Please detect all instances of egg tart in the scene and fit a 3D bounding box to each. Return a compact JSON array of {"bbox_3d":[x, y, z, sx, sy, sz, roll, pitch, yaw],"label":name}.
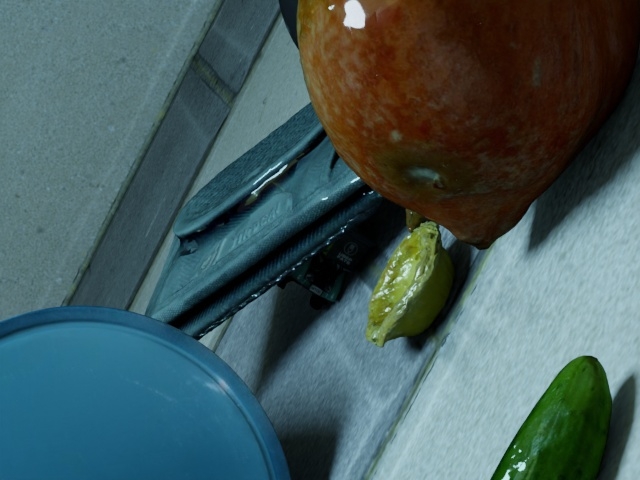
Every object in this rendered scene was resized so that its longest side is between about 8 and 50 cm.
[{"bbox_3d":[0.071,0.037,1.285,0.105,0.039,0.105,-57,16,26],"label":"egg tart"}]

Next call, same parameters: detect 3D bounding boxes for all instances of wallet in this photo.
[{"bbox_3d":[-0.042,-0.043,1.566,0.342,0.075,0.237,-37,22,36],"label":"wallet"}]

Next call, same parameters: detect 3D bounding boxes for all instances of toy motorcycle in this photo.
[{"bbox_3d":[0.000,0.000,1.582,0.100,0.058,0.173,-53,17,12],"label":"toy motorcycle"}]

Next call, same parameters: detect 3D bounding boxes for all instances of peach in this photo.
[{"bbox_3d":[0.094,-0.119,1.122,0.232,0.232,0.257,-170,68,-76],"label":"peach"}]

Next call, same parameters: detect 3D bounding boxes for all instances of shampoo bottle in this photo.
[{"bbox_3d":[-0.227,0.236,1.410,0.331,0.331,0.342,-68,14,-16],"label":"shampoo bottle"}]

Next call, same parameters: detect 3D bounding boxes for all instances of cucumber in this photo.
[{"bbox_3d":[0.097,0.176,0.915,0.250,0.056,0.056,-63,14,-3],"label":"cucumber"}]

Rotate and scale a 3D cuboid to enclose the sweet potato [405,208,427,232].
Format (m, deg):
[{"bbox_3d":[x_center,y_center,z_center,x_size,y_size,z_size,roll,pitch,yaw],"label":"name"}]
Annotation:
[{"bbox_3d":[0.090,-0.049,1.386,0.034,0.034,0.095,-133,60,-75],"label":"sweet potato"}]

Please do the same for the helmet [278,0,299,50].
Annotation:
[{"bbox_3d":[0.052,-0.226,1.353,0.230,0.160,0.279,-50,-26,0],"label":"helmet"}]
